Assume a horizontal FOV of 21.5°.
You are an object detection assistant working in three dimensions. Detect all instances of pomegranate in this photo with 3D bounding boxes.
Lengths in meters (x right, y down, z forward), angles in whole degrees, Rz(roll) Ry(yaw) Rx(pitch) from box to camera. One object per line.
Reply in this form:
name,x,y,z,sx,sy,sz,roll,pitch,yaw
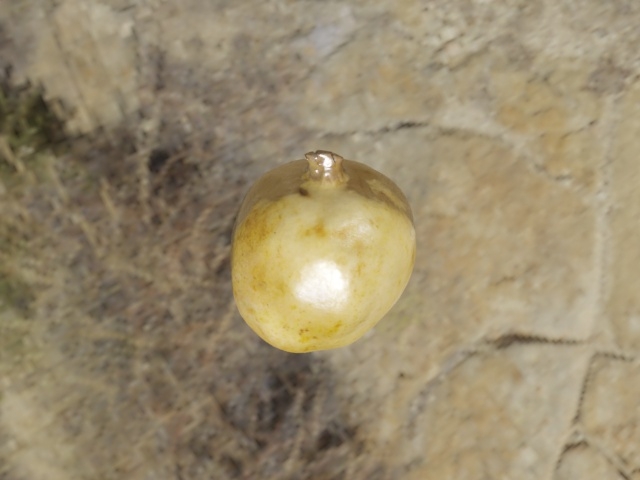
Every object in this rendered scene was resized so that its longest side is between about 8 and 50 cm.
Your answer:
pomegranate,0.000,0.000,1.541,0.196,0.196,0.196,19,123,33
